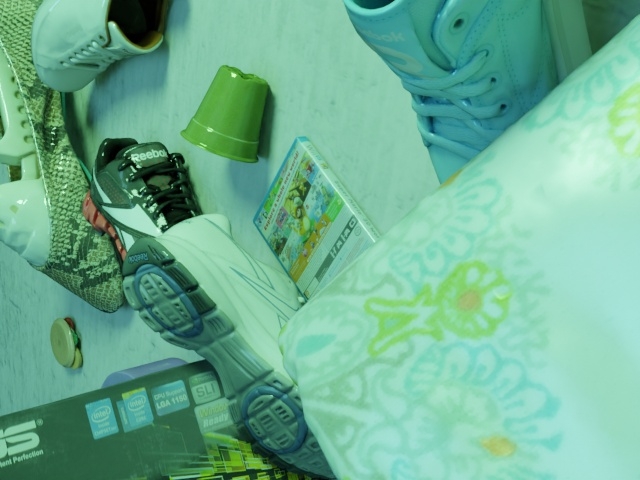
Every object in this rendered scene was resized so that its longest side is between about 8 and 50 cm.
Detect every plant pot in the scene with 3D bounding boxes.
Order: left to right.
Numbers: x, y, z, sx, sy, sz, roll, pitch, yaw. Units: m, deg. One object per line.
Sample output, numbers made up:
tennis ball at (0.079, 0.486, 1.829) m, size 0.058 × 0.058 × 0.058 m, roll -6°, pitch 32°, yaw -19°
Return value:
plant pot at (-0.088, -0.130, 0.781) m, size 0.083 × 0.083 × 0.079 m, roll 36°, pitch 111°, yaw 39°

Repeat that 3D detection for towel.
towel at (0.165, 0.099, 0.371) m, size 0.320 × 0.090 × 0.375 m, roll -40°, pitch 58°, yaw 17°

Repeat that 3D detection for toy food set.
toy food set at (-0.404, 0.161, 1.237) m, size 0.083 × 0.020 × 0.083 m, roll 6°, pitch 102°, yaw 49°

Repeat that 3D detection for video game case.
video game case at (0.000, 0.000, 0.746) m, size 0.166 × 0.015 × 0.119 m, roll 55°, pitch 134°, yaw 26°

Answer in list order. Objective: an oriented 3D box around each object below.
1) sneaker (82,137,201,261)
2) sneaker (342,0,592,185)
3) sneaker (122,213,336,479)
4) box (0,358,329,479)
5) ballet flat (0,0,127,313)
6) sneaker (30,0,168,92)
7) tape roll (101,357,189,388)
sneaker at (-0.187, -0.034, 0.888) m, size 0.276 × 0.097 × 0.135 m, roll 38°, pitch 126°, yaw 40°
sneaker at (0.068, -0.131, 0.459) m, size 0.135 × 0.150 × 0.366 m, roll 25°, pitch 142°, yaw 42°
sneaker at (-0.047, 0.094, 0.732) m, size 0.111 × 0.129 × 0.297 m, roll -29°, pitch 100°, yaw 40°
box at (-0.160, 0.287, 0.698) m, size 0.097 × 0.394 × 0.319 m, roll -29°, pitch 75°, yaw 50°
ballet flat at (-0.409, -0.117, 1.064) m, size 0.164 × 0.182 × 0.483 m, roll -27°, pitch 77°, yaw 47°
sneaker at (-0.261, -0.245, 0.925) m, size 0.290 × 0.105 × 0.123 m, roll -40°, pitch 65°, yaw 44°
tape roll at (-0.201, 0.247, 0.977) m, size 0.189 × 0.080 × 0.189 m, roll 11°, pitch 105°, yaw 47°
